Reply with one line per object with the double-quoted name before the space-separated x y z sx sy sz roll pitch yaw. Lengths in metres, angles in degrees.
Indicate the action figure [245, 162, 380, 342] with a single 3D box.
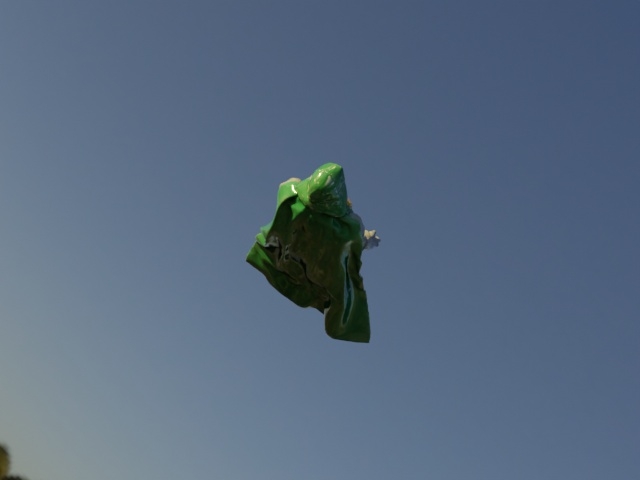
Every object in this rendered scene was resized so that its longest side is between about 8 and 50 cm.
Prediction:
"action figure" 0.000 0.000 1.043 0.137 0.063 0.232 29 -22 9
